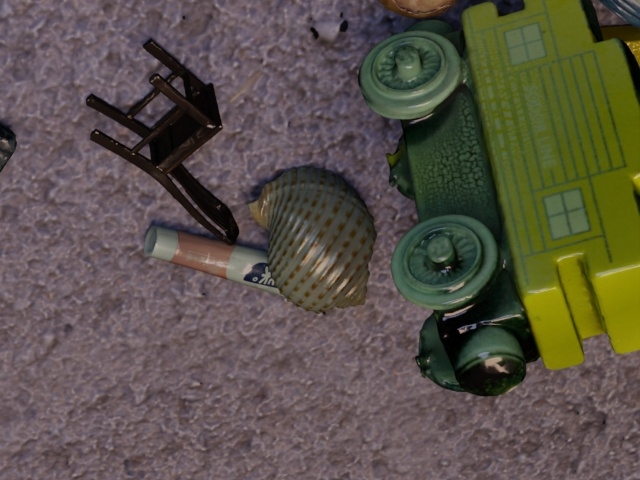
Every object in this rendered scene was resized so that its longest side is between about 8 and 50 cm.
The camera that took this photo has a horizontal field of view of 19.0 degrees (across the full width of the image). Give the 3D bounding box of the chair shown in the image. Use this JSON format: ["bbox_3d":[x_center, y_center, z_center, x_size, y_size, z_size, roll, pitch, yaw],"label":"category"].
[{"bbox_3d":[-0.125,-0.093,1.919,0.101,0.084,0.212,-41,122,19],"label":"chair"}]

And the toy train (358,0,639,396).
[{"bbox_3d":[0.191,-0.056,1.792,0.272,0.442,0.179,-15,140,9],"label":"toy train"}]

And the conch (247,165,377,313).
[{"bbox_3d":[0.004,0.003,1.997,0.135,0.102,0.153,-43,123,-15],"label":"conch"}]

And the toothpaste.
[{"bbox_3d":[-0.089,0.024,2.034,0.205,0.036,0.056,16,115,-27],"label":"toothpaste"}]

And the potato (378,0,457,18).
[{"bbox_3d":[0.084,-0.289,1.839,0.107,0.080,0.170,-31,127,-1],"label":"potato"}]

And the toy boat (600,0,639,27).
[{"bbox_3d":[0.335,-0.283,1.929,0.105,0.034,0.149,6,122,-19],"label":"toy boat"}]

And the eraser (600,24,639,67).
[{"bbox_3d":[0.310,-0.174,1.990,0.122,0.045,0.097,-7,122,-9],"label":"eraser"}]

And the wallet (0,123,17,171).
[{"bbox_3d":[-0.493,-0.117,1.837,0.379,0.046,0.190,31,110,-28],"label":"wallet"}]
